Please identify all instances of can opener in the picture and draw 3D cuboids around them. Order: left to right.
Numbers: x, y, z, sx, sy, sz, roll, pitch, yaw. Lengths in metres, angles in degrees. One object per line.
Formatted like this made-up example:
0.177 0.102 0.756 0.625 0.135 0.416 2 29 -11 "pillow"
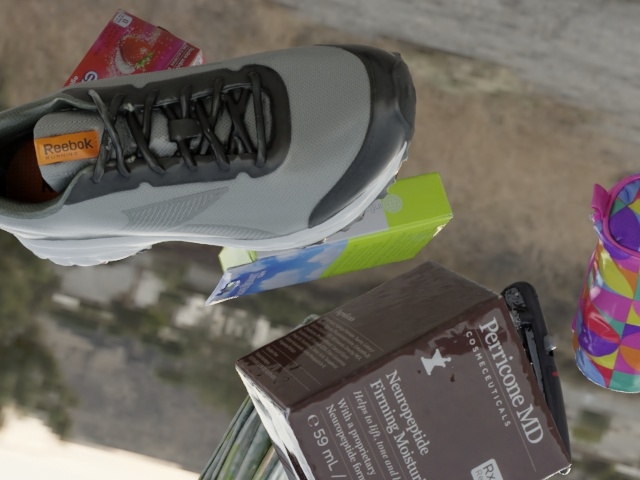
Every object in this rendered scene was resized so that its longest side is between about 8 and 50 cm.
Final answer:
0.200 0.126 1.487 0.073 0.186 0.059 6 154 -39 "can opener"

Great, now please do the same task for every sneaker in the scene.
-0.077 -0.044 0.839 0.271 0.100 0.108 -11 165 26 "sneaker"

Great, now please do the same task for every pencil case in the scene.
0.266 0.036 1.352 0.104 0.104 0.236 14 147 12 "pencil case"

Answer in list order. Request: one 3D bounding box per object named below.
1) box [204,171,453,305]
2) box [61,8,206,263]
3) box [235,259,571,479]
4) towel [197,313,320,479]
0.000 0.000 1.225 0.178 0.042 0.109 -13 166 -17 "box"
-0.242 -0.121 1.879 0.122 0.257 0.128 28 165 17 "box"
0.065 0.145 1.355 0.203 0.168 0.167 -27 -164 -11 "box"
-0.002 0.284 1.949 0.090 0.320 0.374 26 172 35 "towel"
